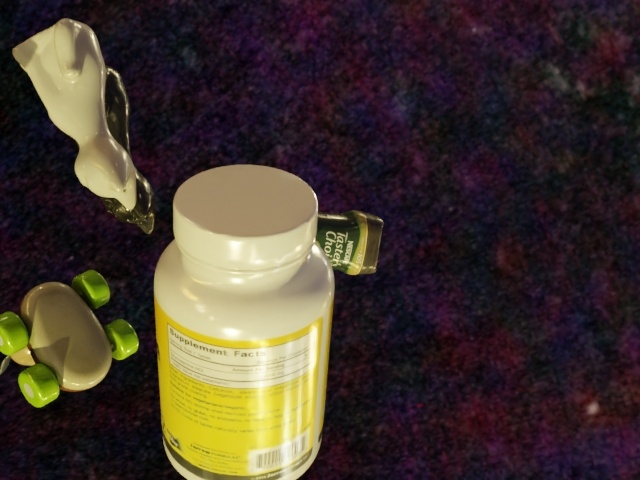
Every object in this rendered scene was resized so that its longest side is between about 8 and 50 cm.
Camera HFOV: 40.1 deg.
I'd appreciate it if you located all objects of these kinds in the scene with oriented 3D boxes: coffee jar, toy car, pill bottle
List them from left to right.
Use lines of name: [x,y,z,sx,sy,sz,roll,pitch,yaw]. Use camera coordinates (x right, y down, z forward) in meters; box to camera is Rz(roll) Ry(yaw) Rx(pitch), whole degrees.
toy car: [-0.368,0.144,1.181,0.155,0.188,0.149,-31,91,-41]
pill bottle: [-0.082,0.097,0.943,0.188,0.188,0.334,-44,146,-49]
coffee jar: [0.000,0.000,1.282,0.184,0.079,0.096,3,103,-20]

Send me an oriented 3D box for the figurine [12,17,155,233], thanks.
figurine: [-0.252,-0.118,1.006,0.215,0.092,0.209,97,-32,-80]
